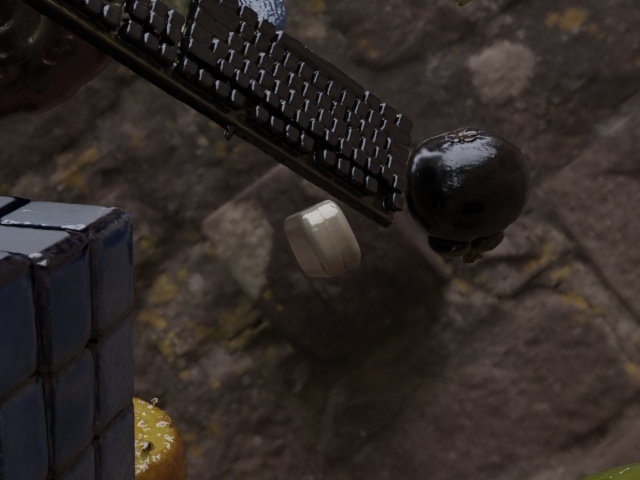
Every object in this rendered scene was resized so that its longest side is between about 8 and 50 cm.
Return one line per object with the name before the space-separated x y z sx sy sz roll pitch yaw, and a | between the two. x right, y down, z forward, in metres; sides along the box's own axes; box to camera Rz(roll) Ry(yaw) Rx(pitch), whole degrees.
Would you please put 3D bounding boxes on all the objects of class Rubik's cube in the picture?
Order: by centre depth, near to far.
Rubik's cube | -0.347 0.160 0.936 0.344 0.344 0.337 4 16 12

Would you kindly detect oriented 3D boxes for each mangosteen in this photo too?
mangosteen | 0.155 -0.043 1.337 0.137 0.151 0.137 -6 31 4

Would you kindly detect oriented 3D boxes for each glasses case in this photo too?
glasses case | 0.000 0.000 1.467 0.050 0.083 0.196 -27 4 -8

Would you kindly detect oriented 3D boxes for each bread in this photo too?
bread | -0.259 0.323 1.694 0.179 0.194 0.340 -8 20 -8

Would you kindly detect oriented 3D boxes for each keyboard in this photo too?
keyboard | -0.054 -0.116 0.876 0.027 0.317 0.106 -23 46 44

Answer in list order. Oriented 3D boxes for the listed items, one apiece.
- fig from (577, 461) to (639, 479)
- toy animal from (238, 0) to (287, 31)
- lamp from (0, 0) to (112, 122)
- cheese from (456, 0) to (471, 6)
fig | 0.265 0.313 0.901 0.343 0.343 0.343 -37 -4 -3
toy animal | -0.138 -0.284 1.738 0.239 0.255 0.176 -22 -27 -21
lamp | -0.315 -0.254 1.175 0.303 0.303 0.257 -37 34 4
cheese | 0.100 -0.318 0.987 0.050 0.127 0.255 -39 -35 -71
